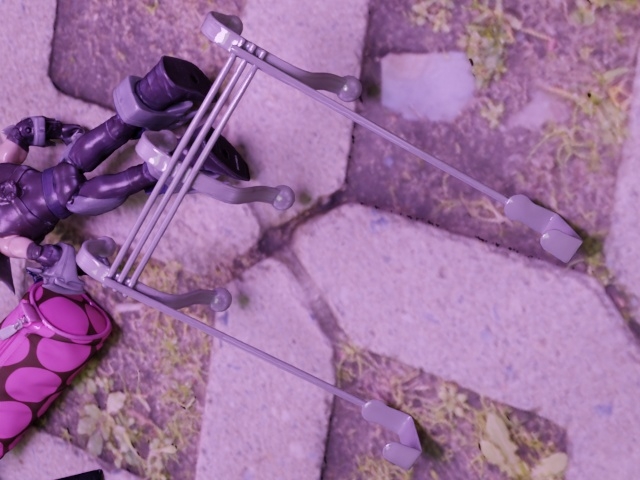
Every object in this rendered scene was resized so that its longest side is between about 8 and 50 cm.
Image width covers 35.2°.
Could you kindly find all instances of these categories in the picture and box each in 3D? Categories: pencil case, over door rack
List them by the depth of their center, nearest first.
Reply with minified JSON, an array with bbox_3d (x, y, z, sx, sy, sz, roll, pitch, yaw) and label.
[{"bbox_3d":[0.000,0.000,0.811,0.324,0.108,0.239,31,109,-3],"label":"over door rack"},{"bbox_3d":[-0.298,0.129,0.976,0.095,0.098,0.209,46,112,14],"label":"pencil case"}]

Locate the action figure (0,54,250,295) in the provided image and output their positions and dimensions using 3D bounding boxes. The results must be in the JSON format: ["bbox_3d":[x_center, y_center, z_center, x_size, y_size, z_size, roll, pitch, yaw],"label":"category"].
[{"bbox_3d":[-0.215,-0.051,0.908,0.285,0.099,0.185,-22,75,19],"label":"action figure"}]

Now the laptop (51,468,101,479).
[{"bbox_3d":[-0.274,0.398,1.039,0.234,0.136,0.264,-18,113,26],"label":"laptop"}]
